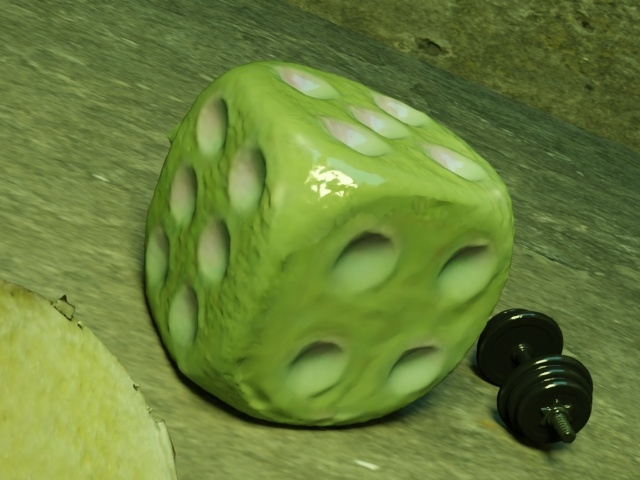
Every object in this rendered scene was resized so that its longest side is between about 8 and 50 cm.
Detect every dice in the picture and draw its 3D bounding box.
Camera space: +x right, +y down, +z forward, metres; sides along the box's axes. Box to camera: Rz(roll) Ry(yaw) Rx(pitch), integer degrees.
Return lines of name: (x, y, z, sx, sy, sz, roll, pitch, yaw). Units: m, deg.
dice: (0.000, 0.000, 0.873, 0.250, 0.252, 0.254, 10, 27, -34)

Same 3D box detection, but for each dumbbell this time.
dumbbell: (0.219, 0.137, 1.000, 0.099, 0.099, 0.208, 18, 24, -18)

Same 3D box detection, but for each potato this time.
potato: (-0.179, 0.141, 0.456, 0.116, 0.299, 0.239, 0, 55, 27)
